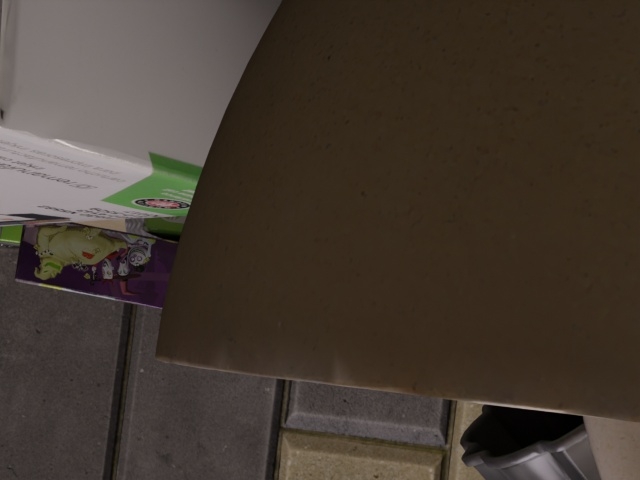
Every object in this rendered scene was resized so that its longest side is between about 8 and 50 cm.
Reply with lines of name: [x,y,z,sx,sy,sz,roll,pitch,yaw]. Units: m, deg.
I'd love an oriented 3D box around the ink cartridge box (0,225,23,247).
ink cartridge box: [-0.420,-0.048,2.020,0.189,0.097,0.255,7,178,-17]

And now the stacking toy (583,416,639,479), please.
stacking toy: [0.398,0.036,0.936,0.351,0.350,0.480,3,-168,43]

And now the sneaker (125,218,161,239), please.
sneaker: [0.000,0.000,1.764,0.366,0.137,0.210,10,179,26]

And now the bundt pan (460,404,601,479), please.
bundt pan: [0.274,0.120,1.288,0.331,0.124,0.331,-33,-177,2]

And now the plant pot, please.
plant pot: [0.102,-0.041,0.517,0.284,0.191,0.284,6,177,0]

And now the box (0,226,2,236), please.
box: [-0.274,0.034,1.267,0.063,0.324,0.067,10,175,-9]

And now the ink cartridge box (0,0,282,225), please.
ink cartridge box: [-0.182,-0.077,0.827,0.278,0.117,0.201,-3,170,34]

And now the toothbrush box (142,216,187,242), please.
toothbrush box: [0.041,-0.041,1.160,0.283,0.122,0.206,5,177,4]

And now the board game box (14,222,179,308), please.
board game box: [-0.078,0.031,1.182,0.208,0.056,0.347,7,177,1]
